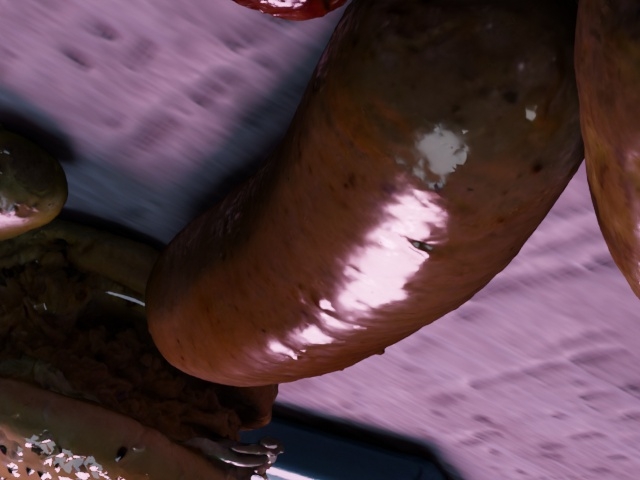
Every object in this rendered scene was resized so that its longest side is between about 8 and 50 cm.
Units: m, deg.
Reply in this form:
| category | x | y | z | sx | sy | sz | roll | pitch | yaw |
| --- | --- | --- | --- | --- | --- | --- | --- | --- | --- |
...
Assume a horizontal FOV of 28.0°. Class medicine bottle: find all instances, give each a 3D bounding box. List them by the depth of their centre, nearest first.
| category | x | y | z | sx | sy | sz | roll | pitch | yaw |
| --- | --- | --- | --- | --- | --- | --- | --- | --- | --- |
| medicine bottle | 0.002 | 0.223 | 1.212 | 0.258 | 0.079 | 0.124 | 15 | 155 | 15 |

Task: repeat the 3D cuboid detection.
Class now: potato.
| category | x | y | z | sx | sy | sz | roll | pitch | yaw |
| --- | --- | --- | --- | --- | --- | --- | --- | --- | --- |
| potato | -0.254 | -0.036 | 0.876 | 0.188 | 0.085 | 0.105 | 0 | 151 | 30 |

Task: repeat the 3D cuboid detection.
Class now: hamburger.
| category | x | y | z | sx | sy | sz | roll | pitch | yaw |
| --- | --- | --- | --- | --- | --- | --- | --- | --- | --- |
| hamburger | -0.182 | 0.122 | 1.016 | 0.318 | 0.195 | 0.277 | 23 | 158 | -8 |

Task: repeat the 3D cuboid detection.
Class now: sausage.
| category | x | y | z | sx | sy | sz | roll | pitch | yaw |
| --- | --- | --- | --- | --- | --- | --- | --- | --- | --- |
| sausage | 0.002 | 0.002 | 0.697 | 0.136 | 0.123 | 0.501 | 41 | 155 | -4 |

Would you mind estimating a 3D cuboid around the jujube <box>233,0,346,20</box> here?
| category | x | y | z | sx | sy | sz | roll | pitch | yaw |
| --- | --- | --- | --- | --- | --- | --- | --- | --- | --- |
| jujube | -0.037 | -0.137 | 0.502 | 0.129 | 0.077 | 0.077 | 30 | 155 | -3 |

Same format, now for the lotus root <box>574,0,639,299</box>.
| category | x | y | z | sx | sy | sz | roll | pitch | yaw |
| --- | --- | --- | --- | --- | --- | --- | --- | --- | --- |
| lotus root | 0.175 | -0.048 | 0.441 | 0.169 | 0.141 | 0.314 | 5 | 142 | 25 |
